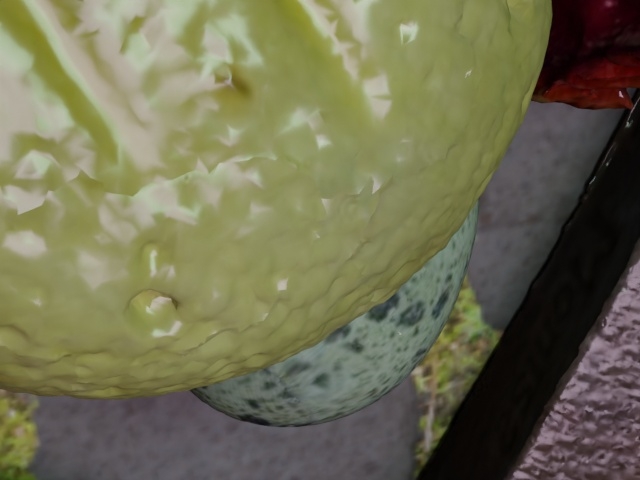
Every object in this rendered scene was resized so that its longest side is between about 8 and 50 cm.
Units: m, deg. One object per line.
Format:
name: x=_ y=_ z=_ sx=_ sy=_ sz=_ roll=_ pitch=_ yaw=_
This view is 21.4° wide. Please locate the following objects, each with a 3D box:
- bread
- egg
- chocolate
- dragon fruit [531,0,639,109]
bread: x=-0.073 y=-0.107 z=0.555 sx=0.321 sy=0.237 sz=0.320 roll=-3 pitch=103 yaw=-14
egg: x=0.000 y=0.000 z=0.733 sx=0.132 sy=0.132 sz=0.172 roll=42 pitch=81 yaw=-34
chocolate: x=0.151 y=0.069 z=0.855 sx=0.112 sy=0.112 sz=0.321 roll=21 pitch=106 yaw=-23
dragon fruit: x=0.214 y=-0.167 z=0.748 sx=0.330 sy=0.240 sz=0.302 roll=-30 pitch=156 yaw=19
